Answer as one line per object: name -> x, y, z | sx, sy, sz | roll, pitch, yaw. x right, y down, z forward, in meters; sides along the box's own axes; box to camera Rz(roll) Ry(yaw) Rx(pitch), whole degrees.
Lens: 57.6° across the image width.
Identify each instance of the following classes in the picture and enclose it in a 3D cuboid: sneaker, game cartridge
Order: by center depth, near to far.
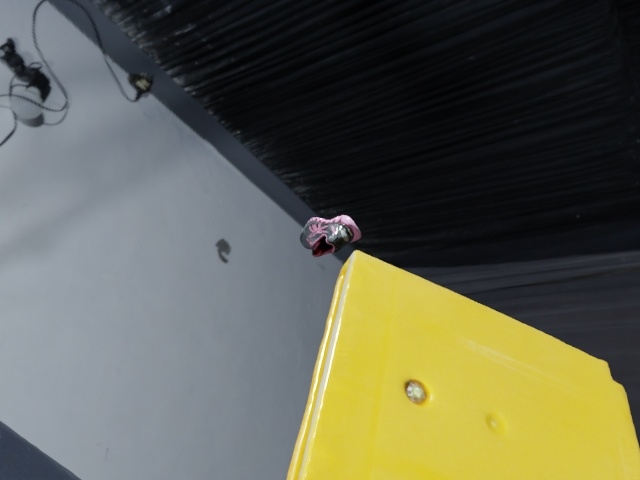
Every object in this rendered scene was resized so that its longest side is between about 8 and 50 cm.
game cartridge -> 0.144, 0.175, 0.521 | 0.324, 0.052, 0.285 | 25, 41, -7
sneaker -> 0.000, 0.000, 0.777 | 0.057, 0.119, 0.047 | -46, 107, -27

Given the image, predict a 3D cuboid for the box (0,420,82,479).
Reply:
box -> -0.310, 0.394, 0.426 | 0.297, 0.480, 0.471 | -39, 118, -8
